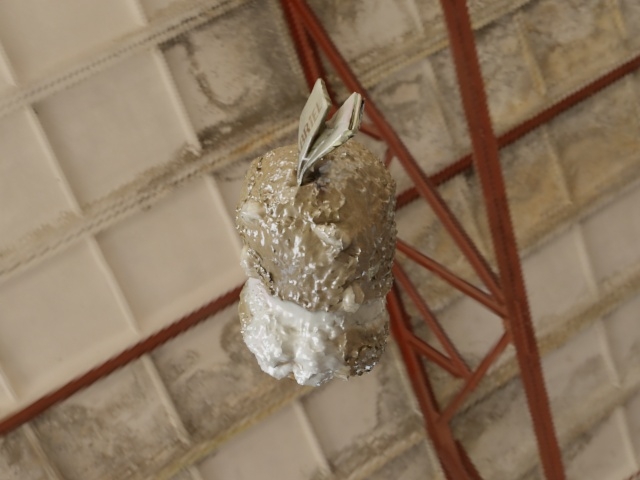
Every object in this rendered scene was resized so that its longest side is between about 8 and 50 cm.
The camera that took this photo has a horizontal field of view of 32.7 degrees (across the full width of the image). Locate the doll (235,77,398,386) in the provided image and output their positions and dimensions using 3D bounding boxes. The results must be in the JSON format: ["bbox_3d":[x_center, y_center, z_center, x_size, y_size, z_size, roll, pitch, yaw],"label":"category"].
[{"bbox_3d":[-0.005,-0.005,0.701,0.115,0.105,0.221,-47,-38,-43],"label":"doll"}]
